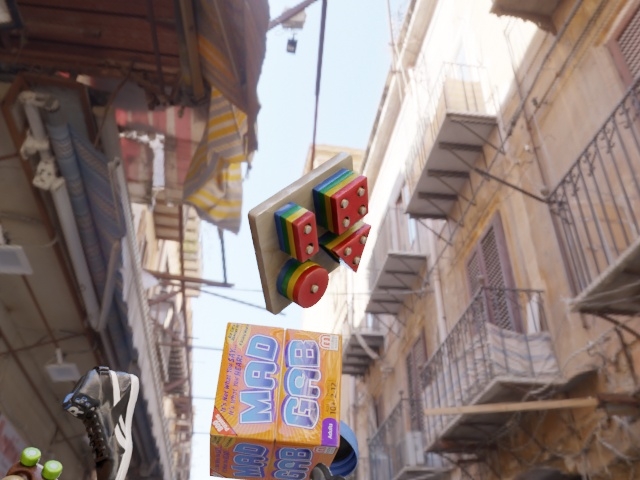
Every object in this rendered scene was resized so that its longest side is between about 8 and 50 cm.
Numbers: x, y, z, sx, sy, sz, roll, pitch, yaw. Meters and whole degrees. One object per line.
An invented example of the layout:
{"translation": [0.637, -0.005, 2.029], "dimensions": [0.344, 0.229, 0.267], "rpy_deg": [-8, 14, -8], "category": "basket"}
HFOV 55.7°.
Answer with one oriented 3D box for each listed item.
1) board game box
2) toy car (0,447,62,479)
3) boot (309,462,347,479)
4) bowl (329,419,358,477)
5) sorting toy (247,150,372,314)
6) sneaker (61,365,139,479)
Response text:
{"translation": [-0.139, 0.510, 1.868], "dimensions": [0.357, 0.356, 0.356], "rpy_deg": [7, -40, -5], "category": "board game box"}
{"translation": [-0.843, 0.704, 1.685], "dimensions": [0.149, 0.188, 0.155], "rpy_deg": [28, -77, 7], "category": "toy car"}
{"translation": [-0.026, 0.557, 1.275], "dimensions": [0.161, 0.083, 0.246], "rpy_deg": [-31, -3, -20], "category": "boot"}
{"translation": [-0.040, 0.795, 2.371], "dimensions": [0.391, 0.077, 0.391], "rpy_deg": [7, -53, 10], "category": "bowl"}
{"translation": [0.000, 0.000, 1.184], "dimensions": [0.089, 0.257, 0.255], "rpy_deg": [28, -39, 35], "category": "sorting toy"}
{"translation": [-0.394, 0.325, 1.050], "dimensions": [0.121, 0.216, 0.079], "rpy_deg": [27, -48, -35], "category": "sneaker"}
